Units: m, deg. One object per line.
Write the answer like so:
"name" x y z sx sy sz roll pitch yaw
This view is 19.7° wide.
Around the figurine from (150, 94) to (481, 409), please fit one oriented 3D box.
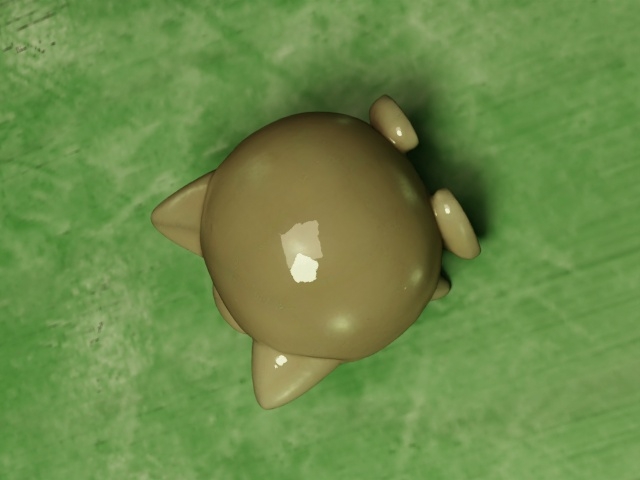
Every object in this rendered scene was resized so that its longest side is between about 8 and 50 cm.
"figurine" 0.000 0.000 0.902 0.138 0.125 0.125 -34 76 4
